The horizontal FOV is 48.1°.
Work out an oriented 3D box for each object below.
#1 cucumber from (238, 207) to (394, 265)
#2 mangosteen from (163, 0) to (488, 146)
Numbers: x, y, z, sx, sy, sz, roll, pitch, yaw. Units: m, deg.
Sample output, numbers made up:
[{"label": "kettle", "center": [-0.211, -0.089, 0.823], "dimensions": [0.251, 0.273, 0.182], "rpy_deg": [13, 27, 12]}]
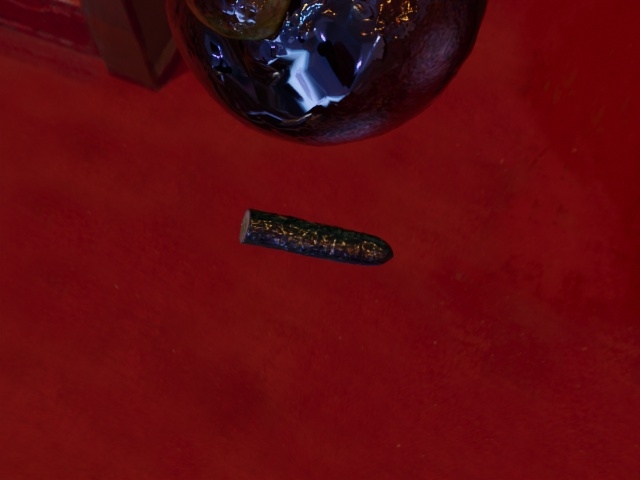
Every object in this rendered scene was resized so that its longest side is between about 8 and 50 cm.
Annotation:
[{"label": "cucumber", "center": [0.000, 0.000, 0.600], "dimensions": [0.133, 0.032, 0.032], "rpy_deg": [11, 70, -18]}, {"label": "mangosteen", "center": [-0.006, -0.218, 0.627], "dimensions": [0.297, 0.297, 0.293], "rpy_deg": [30, 42, 10]}]
